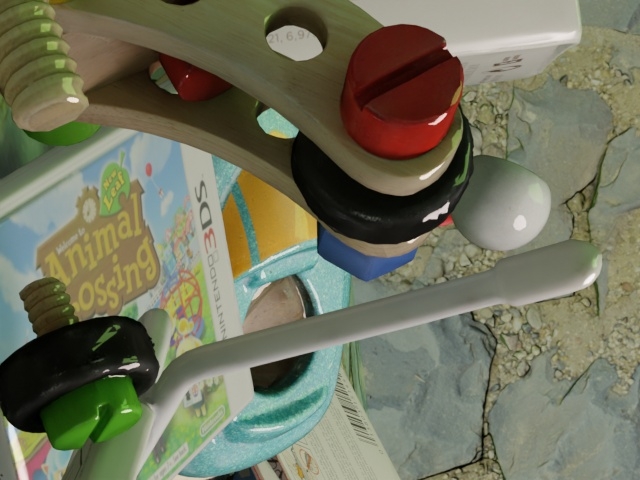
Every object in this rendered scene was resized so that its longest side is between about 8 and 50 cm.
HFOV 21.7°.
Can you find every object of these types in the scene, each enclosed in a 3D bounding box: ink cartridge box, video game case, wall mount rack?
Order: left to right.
[{"bbox_3d":[-0.104,0.042,0.834,0.212,0.023,0.193,-41,128,-54],"label":"video game case"},{"bbox_3d":[-0.037,0.142,0.579,0.304,0.130,0.350,-57,-166,39],"label":"wall mount rack"},{"bbox_3d":[-0.010,0.199,1.299,0.261,0.066,0.296,28,27,-53],"label":"ink cartridge box"}]

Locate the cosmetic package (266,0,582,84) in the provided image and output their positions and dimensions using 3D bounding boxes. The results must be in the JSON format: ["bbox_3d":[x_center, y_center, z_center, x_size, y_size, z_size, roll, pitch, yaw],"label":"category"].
[{"bbox_3d":[0.036,-0.336,1.518,0.329,0.328,0.393,-51,134,-89],"label":"cosmetic package"}]

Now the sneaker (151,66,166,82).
[{"bbox_3d":[-0.108,-0.115,1.145,0.091,0.094,0.258,91,5,-59],"label":"sneaker"}]

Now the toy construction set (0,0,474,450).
[{"bbox_3d":[-0.115,-0.081,0.505,0.237,0.257,0.309,67,9,18],"label":"toy construction set"}]

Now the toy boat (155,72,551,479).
[{"bbox_3d":[0.000,0.000,1.039,0.318,0.148,0.267,-23,118,-40],"label":"toy boat"}]

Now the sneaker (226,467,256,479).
[{"bbox_3d":[-0.035,0.260,1.357,0.237,0.086,0.085,-93,172,-50],"label":"sneaker"}]
